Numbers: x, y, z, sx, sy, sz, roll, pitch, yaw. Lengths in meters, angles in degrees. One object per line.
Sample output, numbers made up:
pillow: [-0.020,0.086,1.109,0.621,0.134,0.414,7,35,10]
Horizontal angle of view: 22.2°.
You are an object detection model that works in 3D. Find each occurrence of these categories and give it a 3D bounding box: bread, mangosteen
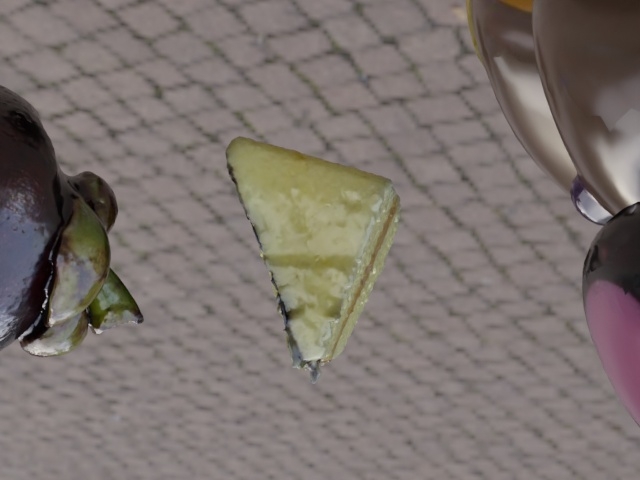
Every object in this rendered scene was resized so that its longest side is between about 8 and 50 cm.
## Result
bread: [0.000,0.000,1.274,0.142,0.178,0.266,-35,176,-1]
mangosteen: [-0.212,-0.004,1.037,0.231,0.194,0.194,17,153,-16]

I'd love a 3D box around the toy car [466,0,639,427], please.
toy car: [0.185,-0.005,0.523,0.271,0.240,0.340,-27,115,-13]
